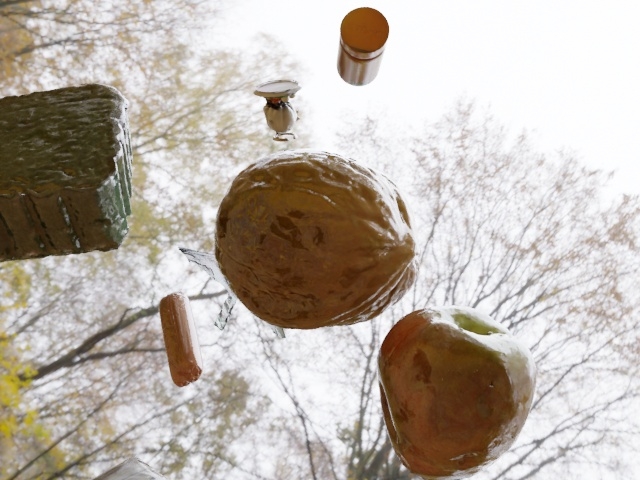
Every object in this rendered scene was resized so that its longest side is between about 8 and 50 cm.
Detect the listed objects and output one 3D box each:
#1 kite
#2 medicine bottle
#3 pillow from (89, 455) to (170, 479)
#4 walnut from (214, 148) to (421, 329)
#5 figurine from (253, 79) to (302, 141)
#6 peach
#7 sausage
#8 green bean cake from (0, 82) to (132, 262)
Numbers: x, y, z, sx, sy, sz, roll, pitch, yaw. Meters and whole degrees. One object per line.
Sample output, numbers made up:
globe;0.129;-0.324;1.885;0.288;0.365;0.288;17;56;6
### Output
kite;-0.202;0.120;1.487;0.335;0.314;0.011;40;-66;-7
medicine bottle;0.082;-0.384;1.274;0.096;0.096;0.192;51;-3;4
pillow;-0.270;0.370;0.815;0.212;0.208;0.052;10;-69;41
walnut;0.000;0.000;0.995;0.333;0.333;0.332;19;-56;30
figurine;-0.102;-0.331;1.655;0.132;0.132;0.153;14;-55;33
peach;0.172;0.210;0.834;0.214;0.214;0.235;15;-76;32
sausage;-0.353;0.241;1.594;0.289;0.086;0.086;-116;-150;-47
green bean cake;-0.271;-0.061;0.608;0.094;0.182;0.173;87;-9;-45
